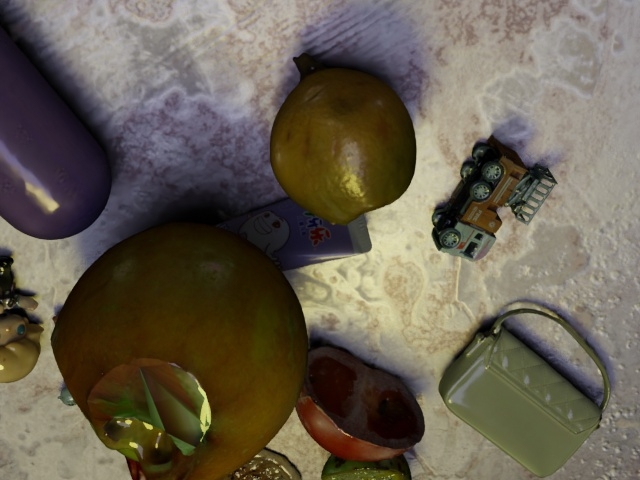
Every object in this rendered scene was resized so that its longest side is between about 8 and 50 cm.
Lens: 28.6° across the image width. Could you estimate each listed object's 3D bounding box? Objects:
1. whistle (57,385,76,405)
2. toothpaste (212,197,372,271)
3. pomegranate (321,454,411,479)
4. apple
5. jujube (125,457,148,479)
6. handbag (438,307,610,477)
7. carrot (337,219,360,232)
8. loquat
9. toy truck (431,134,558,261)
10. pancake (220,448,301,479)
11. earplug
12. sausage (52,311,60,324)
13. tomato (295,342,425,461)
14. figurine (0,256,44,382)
[{"bbox_3d":[-0.377,0.244,2.020,0.100,0.035,0.035,-14,113,8],"label":"whistle"},{"bbox_3d":[-0.110,0.009,1.878,0.371,0.080,0.125,-16,71,9],"label":"toothpaste"},{"bbox_3d":[0.084,0.394,2.017,0.143,0.122,0.169,-31,102,22],"label":"pomegranate"},{"bbox_3d":[-0.197,0.173,1.728,0.374,0.374,0.384,23,119,-7],"label":"apple"},{"bbox_3d":[-0.250,0.303,1.982,0.155,0.155,0.230,-25,105,13],"label":"jujube"},{"bbox_3d":[0.332,0.228,1.964,0.256,0.079,0.219,39,99,-14],"label":"handbag"},{"bbox_3d":[0.000,0.000,1.889,0.139,0.048,0.048,-22,111,16],"label":"carrot"},{"bbox_3d":[0.026,-0.150,1.741,0.213,0.213,0.246,-25,86,13],"label":"loquat"},{"bbox_3d":[0.248,-0.050,1.837,0.115,0.080,0.178,25,112,-19],"label":"toy truck"},{"bbox_3d":[-0.107,0.412,2.089,0.151,0.025,0.152,1,116,1],"label":"pancake"},{"bbox_3d":[-0.476,-0.186,1.747,0.215,0.215,0.456,-34,112,16],"label":"earplug"},{"bbox_3d":[-0.377,0.177,1.981,0.030,0.035,0.147,-32,102,-19],"label":"sausage"},{"bbox_3d":[0.040,0.273,1.929,0.228,0.199,0.112,30,118,-6],"label":"tomato"},{"bbox_3d":[-0.491,0.124,1.942,0.108,0.114,0.196,11,105,24],"label":"figurine"}]
